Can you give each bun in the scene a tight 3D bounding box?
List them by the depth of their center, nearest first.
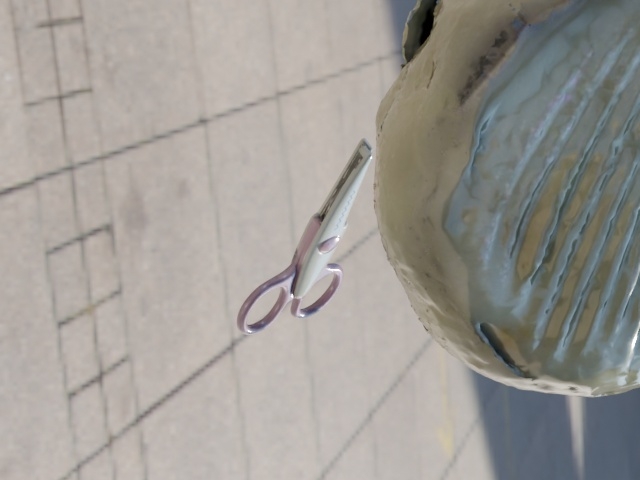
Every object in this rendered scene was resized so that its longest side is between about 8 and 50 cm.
[{"bbox_3d":[0.130,-0.041,0.707,0.141,0.239,0.239,-148,-133,-66],"label":"bun"}]

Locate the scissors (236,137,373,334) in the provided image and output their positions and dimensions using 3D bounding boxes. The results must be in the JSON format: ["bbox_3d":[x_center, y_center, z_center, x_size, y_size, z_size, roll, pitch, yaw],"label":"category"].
[{"bbox_3d":[0.000,0.000,0.930,0.022,0.085,0.176,55,-42,27],"label":"scissors"}]
